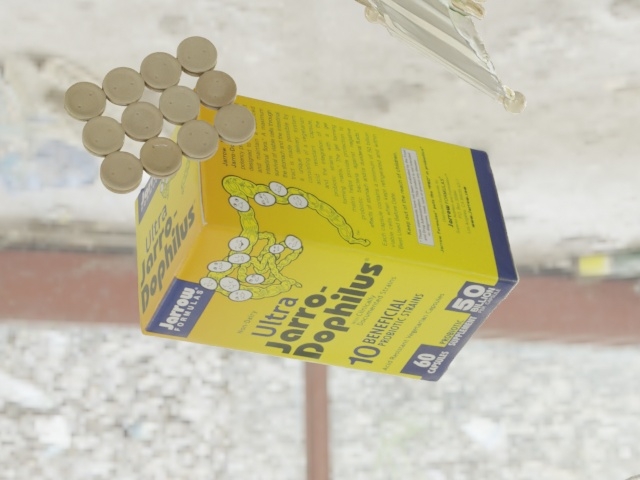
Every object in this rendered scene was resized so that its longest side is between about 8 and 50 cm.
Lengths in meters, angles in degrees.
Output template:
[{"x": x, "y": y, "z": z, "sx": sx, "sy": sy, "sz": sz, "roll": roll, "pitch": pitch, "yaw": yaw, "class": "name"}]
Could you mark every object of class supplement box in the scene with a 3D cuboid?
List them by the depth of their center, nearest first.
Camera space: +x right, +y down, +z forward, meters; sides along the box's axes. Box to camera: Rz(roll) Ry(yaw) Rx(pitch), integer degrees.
[{"x": 0.000, "y": 0.000, "z": 1.713, "sx": 0.356, "sy": 0.195, "sz": 0.194, "roll": 11, "pitch": 137, "yaw": -21, "class": "supplement box"}]

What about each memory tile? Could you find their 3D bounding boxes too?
[{"x": -0.139, "y": -0.109, "z": 1.380, "sx": 0.148, "sy": 0.113, "sz": 0.012, "roll": -24, "pitch": 163, "yaw": -19, "class": "memory tile"}]

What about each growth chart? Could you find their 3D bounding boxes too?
[{"x": 0.057, "y": -0.156, "z": 1.026, "sx": 0.172, "sy": 0.021, "sz": 0.237, "roll": 38, "pitch": 177, "yaw": 20, "class": "growth chart"}]

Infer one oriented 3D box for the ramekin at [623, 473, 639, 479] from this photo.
[{"x": 0.376, "y": 0.336, "z": 1.451, "sx": 0.135, "sy": 0.277, "sz": 0.277, "roll": -9, "pitch": 165, "yaw": -30, "class": "ramekin"}]
